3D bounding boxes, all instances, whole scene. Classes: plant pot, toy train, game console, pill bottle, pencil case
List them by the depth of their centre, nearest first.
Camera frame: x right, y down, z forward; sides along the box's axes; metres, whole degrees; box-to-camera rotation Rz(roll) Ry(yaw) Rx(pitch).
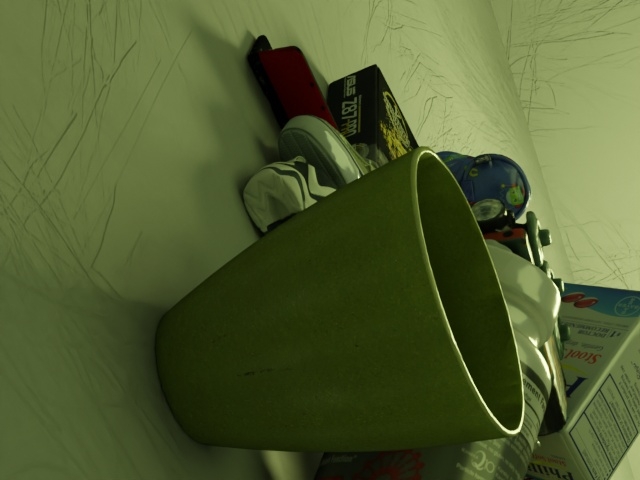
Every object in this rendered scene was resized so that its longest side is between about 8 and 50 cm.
[{"bbox_3d":[0.005,0.087,1.287,0.275,0.294,0.274,-18,90,-73],"label":"plant pot"},{"bbox_3d":[0.127,0.196,1.481,0.210,0.210,0.362,52,51,-46],"label":"pill bottle"},{"bbox_3d":[-0.028,-0.204,1.830,0.124,0.085,0.144,-74,142,-60],"label":"game console"},{"bbox_3d":[0.257,0.108,1.845,0.190,0.142,0.334,-81,158,-51],"label":"toy train"},{"bbox_3d":[0.248,-0.090,2.324,0.306,0.133,0.119,-157,-110,-78],"label":"pencil case"}]

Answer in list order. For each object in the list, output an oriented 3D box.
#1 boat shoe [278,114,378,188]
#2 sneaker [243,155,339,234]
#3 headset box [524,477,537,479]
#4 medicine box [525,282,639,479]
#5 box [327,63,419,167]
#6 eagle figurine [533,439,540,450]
[{"bbox_3d":[0.045,-0.060,1.816,0.094,0.109,0.302,-56,130,-31],"label":"boat shoe"},{"bbox_3d":[0.000,0.000,1.689,0.235,0.094,0.153,58,28,-9],"label":"sneaker"},{"bbox_3d":[0.352,0.386,2.326,0.218,0.110,0.293,22,52,-67],"label":"headset box"},{"bbox_3d":[0.360,0.213,2.095,0.289,0.264,0.149,-48,124,-29],"label":"medicine box"},{"bbox_3d":[0.125,-0.027,2.085,0.318,0.097,0.395,-82,148,-56],"label":"box"},{"bbox_3d":[0.127,0.169,1.760,0.225,0.226,0.298,13,63,-46],"label":"eagle figurine"}]
